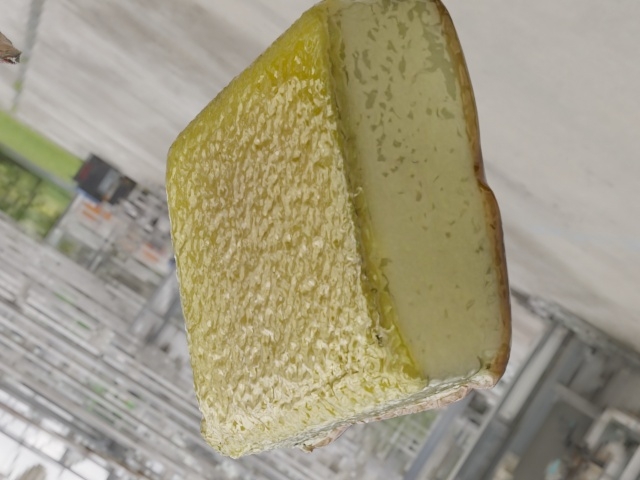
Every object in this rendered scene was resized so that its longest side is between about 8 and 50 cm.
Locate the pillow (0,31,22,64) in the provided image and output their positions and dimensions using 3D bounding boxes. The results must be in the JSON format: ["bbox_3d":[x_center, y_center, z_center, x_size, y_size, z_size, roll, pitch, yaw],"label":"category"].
[{"bbox_3d":[-0.376,-0.190,1.013,0.232,0.043,0.126,1,-147,-43],"label":"pillow"}]

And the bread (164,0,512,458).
[{"bbox_3d":[0.000,0.000,1.010,0.143,0.324,0.333,-1,163,-32],"label":"bread"}]
